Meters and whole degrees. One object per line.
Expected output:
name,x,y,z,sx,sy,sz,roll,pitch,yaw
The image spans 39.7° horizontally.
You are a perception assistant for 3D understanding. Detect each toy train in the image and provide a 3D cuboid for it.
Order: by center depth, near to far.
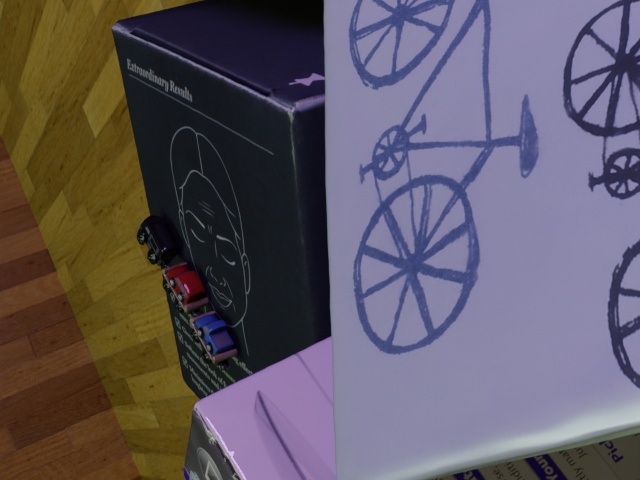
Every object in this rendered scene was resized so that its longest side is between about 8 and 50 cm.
toy train,-0.116,0.042,0.772,0.158,0.027,0.036,57,140,20

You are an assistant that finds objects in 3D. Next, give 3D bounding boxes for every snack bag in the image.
snack bag,0.120,-0.070,0.400,0.342,0.037,0.323,-28,54,43

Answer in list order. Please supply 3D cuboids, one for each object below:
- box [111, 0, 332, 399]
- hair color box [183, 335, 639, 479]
box,0.000,0.000,0.790,0.293,0.212,0.396,34,138,48
hair color box,0.108,0.123,0.547,0.185,0.338,0.110,54,149,25
